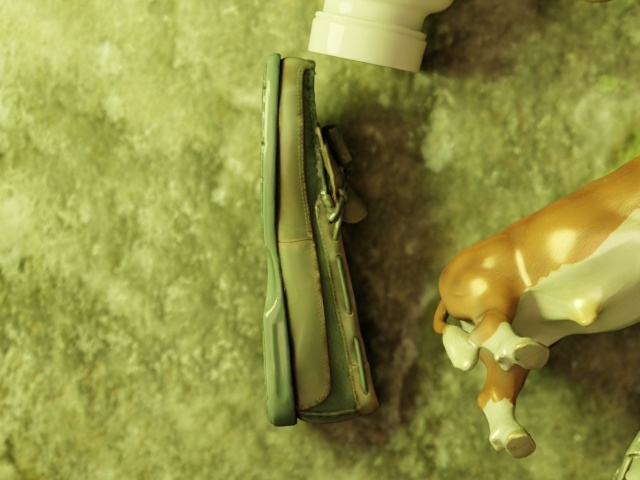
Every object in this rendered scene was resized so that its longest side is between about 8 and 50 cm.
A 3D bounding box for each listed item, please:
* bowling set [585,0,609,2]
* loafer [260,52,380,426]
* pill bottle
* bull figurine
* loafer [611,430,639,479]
[{"bbox_3d":[0.275,-0.195,0.960,0.287,0.154,0.200,26,128,33],"label":"bowling set"},{"bbox_3d":[0.000,0.000,1.173,0.084,0.096,0.267,0,99,1],"label":"loafer"},{"bbox_3d":[0.049,-0.217,1.126,0.108,0.108,0.193,13,96,20],"label":"pill bottle"},{"bbox_3d":[0.204,0.007,1.055,0.310,0.188,0.101,-34,115,26],"label":"bull figurine"},{"bbox_3d":[0.251,0.156,1.060,0.112,0.111,0.319,26,100,18],"label":"loafer"}]
